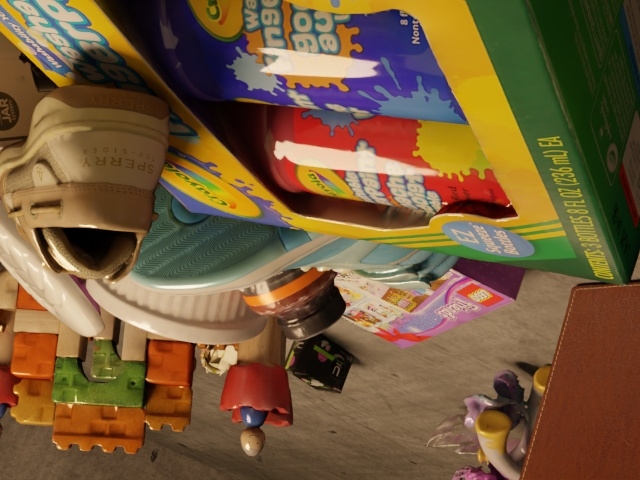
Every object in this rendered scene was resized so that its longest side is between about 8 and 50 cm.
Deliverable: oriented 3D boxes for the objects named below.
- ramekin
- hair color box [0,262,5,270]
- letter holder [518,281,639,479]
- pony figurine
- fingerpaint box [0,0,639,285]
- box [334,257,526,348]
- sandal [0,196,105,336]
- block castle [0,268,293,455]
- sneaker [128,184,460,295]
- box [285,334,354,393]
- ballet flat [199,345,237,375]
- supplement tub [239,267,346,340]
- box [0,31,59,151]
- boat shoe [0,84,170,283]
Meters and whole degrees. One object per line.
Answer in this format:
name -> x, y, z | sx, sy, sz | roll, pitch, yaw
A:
ramekin -> -0.143, 0.017, 1.218 | 0.207, 0.109, 0.207 | 16, -162, -5
hair color box -> -0.514, -0.035, 1.544 | 0.347, 0.105, 0.174 | 27, 158, -18
letter holder -> 0.330, 0.201, 1.067 | 0.152, 0.302, 0.214 | 33, 156, -29
pony figurine -> 0.292, 0.322, 1.512 | 0.351, 0.303, 0.363 | 5, 140, 15
fingerpaint box -> -0.006, -0.150, 0.686 | 0.371, 0.163, 0.445 | 10, 160, 27
box -> 0.070, 0.031, 1.233 | 0.201, 0.057, 0.293 | 27, 158, -11
sandal -> -0.361, -0.070, 1.231 | 0.416, 0.102, 0.169 | 49, 163, -6
block castle -> -0.258, 0.170, 1.444 | 0.453, 0.213, 0.303 | 4, 167, -1
sneaker -> 0.000, 0.000, 1.000 | 0.319, 0.127, 0.208 | -18, 151, 13
box -> -0.003, 0.182, 1.663 | 0.052, 0.062, 0.083 | 0, 151, 47
ballet flat -> -0.131, 0.159, 1.706 | 0.091, 0.077, 0.241 | 24, 158, -6
supplement tub -> -0.049, 0.000, 1.100 | 0.106, 0.106, 0.198 | -8, 117, 52
box -> -0.295, -0.132, 0.832 | 0.290, 0.169, 0.087 | -8, 175, -30
boat shoe -> -0.171, -0.019, 0.791 | 0.109, 0.098, 0.302 | 4, 168, -20
